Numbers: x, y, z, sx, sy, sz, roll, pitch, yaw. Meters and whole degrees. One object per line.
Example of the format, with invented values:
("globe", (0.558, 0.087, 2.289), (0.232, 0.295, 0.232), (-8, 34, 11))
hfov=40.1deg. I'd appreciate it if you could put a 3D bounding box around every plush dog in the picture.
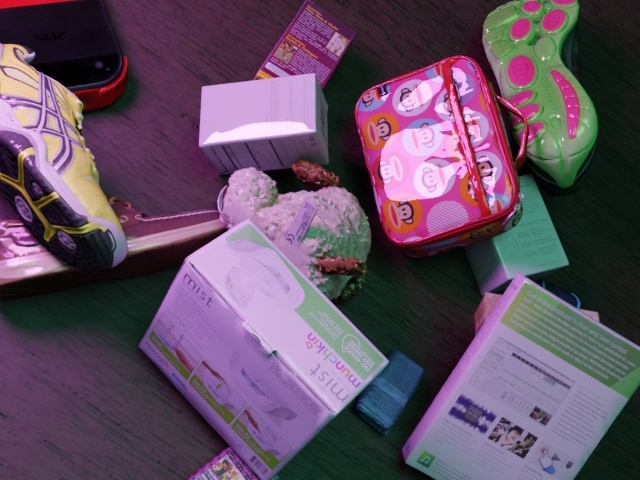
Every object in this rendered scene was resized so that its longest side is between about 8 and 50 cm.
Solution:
("plush dog", (0.000, 0.000, 1.268), (0.225, 0.210, 0.262), (-40, 122, -58))

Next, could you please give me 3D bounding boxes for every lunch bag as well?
("lunch bag", (0.206, -0.135, 1.393), (0.258, 0.120, 0.293), (-18, 71, 16))

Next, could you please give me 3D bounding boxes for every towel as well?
("towel", (0.103, 0.226, 1.321), (0.067, 0.029, 0.119), (40, 61, -2))

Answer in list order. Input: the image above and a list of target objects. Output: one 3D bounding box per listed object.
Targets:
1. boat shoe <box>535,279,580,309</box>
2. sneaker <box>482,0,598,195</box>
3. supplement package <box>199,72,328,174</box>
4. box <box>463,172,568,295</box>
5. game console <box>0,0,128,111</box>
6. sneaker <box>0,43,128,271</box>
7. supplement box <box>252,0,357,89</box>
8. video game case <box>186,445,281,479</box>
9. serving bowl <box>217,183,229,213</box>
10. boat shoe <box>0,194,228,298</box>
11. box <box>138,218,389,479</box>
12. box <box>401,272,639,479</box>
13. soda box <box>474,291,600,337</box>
("boat shoe", (0.332, 0.165, 1.411), (0.089, 0.109, 0.258), (36, 44, 4))
("sneaker", (0.396, -0.275, 1.585), (0.185, 0.202, 0.483), (-5, 49, 16))
("supplement package", (-0.084, -0.174, 1.329), (0.179, 0.105, 0.105), (-5, 68, 10))
("box", (0.312, -0.011, 1.467), (0.130, 0.091, 0.170), (-11, 73, -25))
("game console", (-0.508, -0.328, 1.304), (0.386, 0.060, 0.342), (-15, 71, -27))
("sneaker", (-0.355, -0.128, 1.134), (0.147, 0.145, 0.385), (-30, 73, -35))
("supplement box", (-0.031, -0.292, 1.455), (0.104, 0.081, 0.188), (32, 61, -6))
("video game case", (-0.111, 0.410, 1.150), (0.210, 0.042, 0.232), (-35, 84, -30))
("serving bowl", (-0.120, -0.049, 1.348), (0.083, 0.027, 0.083), (8, 66, -18))
("boat shoe", (-0.297, -0.014, 1.215), (0.342, 0.123, 0.123), (-13, 75, -19))
("box", (-0.084, 0.148, 1.138), (0.262, 0.231, 0.127), (45, 46, 9))
("box", (0.300, 0.240, 1.276), (0.232, 0.058, 0.322), (31, 99, -7))
("soda box", (0.328, 0.133, 1.327), (0.181, 0.058, 0.061), (11, 46, -4))
